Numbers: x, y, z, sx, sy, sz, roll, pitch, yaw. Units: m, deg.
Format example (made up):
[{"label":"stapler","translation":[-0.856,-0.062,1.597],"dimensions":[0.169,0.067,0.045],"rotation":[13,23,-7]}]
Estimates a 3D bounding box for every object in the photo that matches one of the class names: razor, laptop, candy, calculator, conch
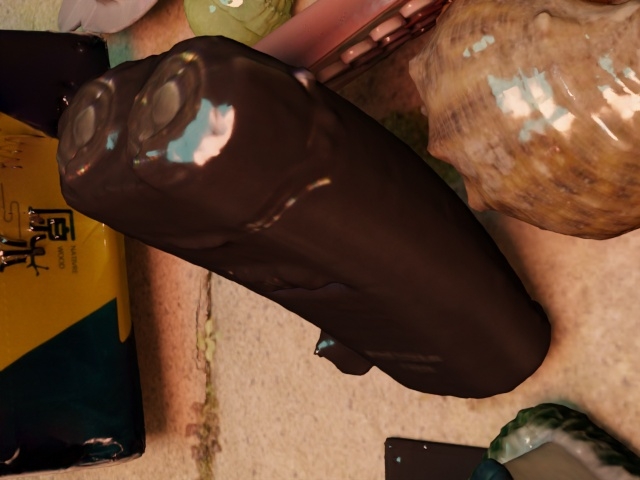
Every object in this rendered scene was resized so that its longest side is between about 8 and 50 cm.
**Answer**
[{"label":"razor","translation":[0.002,-0.003,0.573],"dimensions":[0.189,0.326,0.107],"rotation":[-1,62,45]},{"label":"laptop","translation":[0.101,0.243,0.685],"dimensions":[0.129,0.016,0.180],"rotation":[-3,86,40]},{"label":"candy","translation":[-0.008,-0.307,0.766],"dimensions":[0.336,0.092,0.093],"rotation":[-57,25,14]},{"label":"calculator","translation":[0.048,-0.156,0.610],"dimensions":[0.329,0.220,0.048],"rotation":[-27,95,42]},{"label":"conch","translation":[0.186,-0.087,0.521],"dimensions":[0.291,0.210,0.159],"rotation":[12,130,45]}]

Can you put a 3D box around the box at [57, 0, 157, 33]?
[{"label":"box","translation":[-0.251,-0.339,0.840],"dimensions":[0.291,0.206,0.263],"rotation":[-33,50,35]}]

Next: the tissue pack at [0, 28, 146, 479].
[{"label":"tissue pack","translation":[-0.334,0.018,0.882],"dimensions":[0.253,0.264,0.417],"rotation":[-22,72,62]}]

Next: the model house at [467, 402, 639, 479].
[{"label":"model house","translation":[0.127,0.218,0.480],"dimensions":[0.253,0.291,0.185],"rotation":[41,105,32]}]
